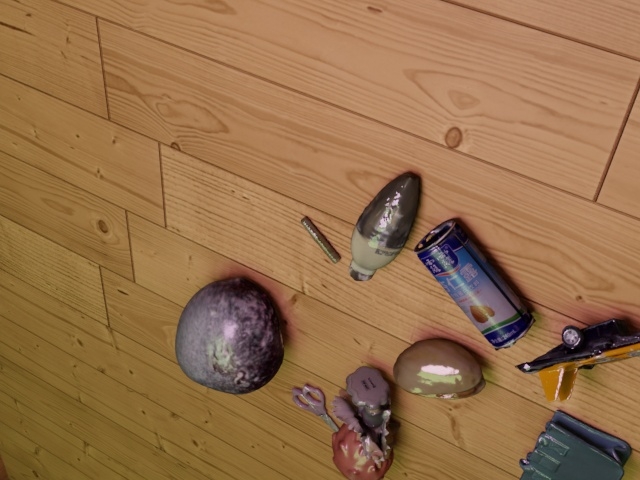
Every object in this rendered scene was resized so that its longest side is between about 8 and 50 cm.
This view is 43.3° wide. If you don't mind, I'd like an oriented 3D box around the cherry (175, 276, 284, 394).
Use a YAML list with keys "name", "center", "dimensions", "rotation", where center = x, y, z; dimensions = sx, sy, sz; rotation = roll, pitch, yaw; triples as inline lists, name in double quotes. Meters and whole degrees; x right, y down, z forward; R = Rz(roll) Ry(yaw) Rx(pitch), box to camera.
- name: "cherry"
  center: [-0.206, 0.225, 1.836]
  dimensions: [0.255, 0.218, 0.296]
  rotation: [19, 120, 28]

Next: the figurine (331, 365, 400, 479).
- name: "figurine"
  center: [0.109, 0.454, 1.842]
  dimensions: [0.207, 0.166, 0.387]
  rotation: [52, 155, 44]

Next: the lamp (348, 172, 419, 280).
- name: "lamp"
  center: [0.114, -0.022, 1.477]
  dimensions: [0.101, 0.101, 0.250]
  rotation: [32, 125, 12]

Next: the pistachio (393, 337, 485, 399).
- name: "pistachio"
  center: [0.235, 0.258, 1.594]
  dimensions: [0.185, 0.124, 0.124]
  rotation: [10, 129, 33]

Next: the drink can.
- name: "drink can"
  center: [0.275, 0.079, 1.437]
  dimensions: [0.235, 0.097, 0.097]
  rotation: [49, 138, -9]

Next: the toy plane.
- name: "toy plane"
  center: [0.496, 0.167, 1.335]
  dimensions: [0.316, 0.204, 0.103]
  rotation: [-35, 61, 33]

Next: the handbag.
- name: "handbag"
  center: [0.497, 0.447, 1.604]
  dimensions: [0.179, 0.062, 0.229]
  rotation: [27, 137, 20]

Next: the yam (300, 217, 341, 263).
- name: "yam"
  center: [0.000, 0.000, 1.634]
  dimensions: [0.116, 0.021, 0.021]
  rotation: [51, 138, -10]

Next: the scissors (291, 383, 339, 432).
- name: "scissors"
  center: [0.011, 0.440, 1.992]
  dimensions: [0.212, 0.021, 0.110]
  rotation: [52, 140, -9]
